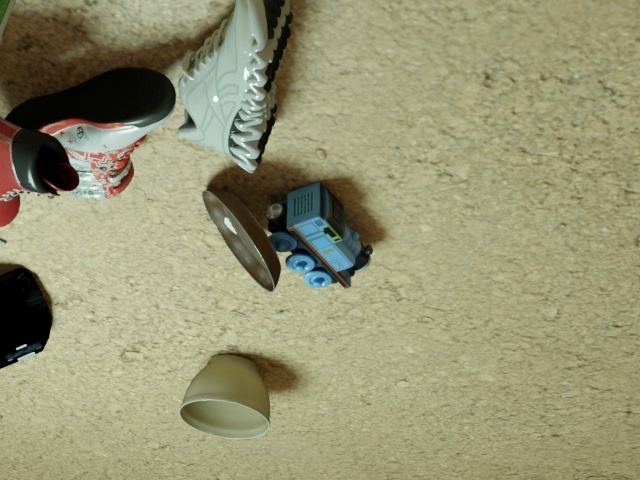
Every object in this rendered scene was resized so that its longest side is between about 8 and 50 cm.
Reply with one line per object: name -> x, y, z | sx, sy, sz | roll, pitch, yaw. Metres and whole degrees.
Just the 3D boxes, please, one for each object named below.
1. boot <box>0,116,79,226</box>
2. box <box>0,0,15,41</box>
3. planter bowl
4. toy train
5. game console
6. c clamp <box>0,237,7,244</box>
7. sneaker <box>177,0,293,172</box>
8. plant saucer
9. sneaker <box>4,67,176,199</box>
boot -> -0.369, -0.067, 1.299 | 0.176, 0.088, 0.244 | 24, 152, 11
box -> -0.397, -0.252, 1.159 | 0.087, 0.101, 0.102 | 32, 138, -31
planter bowl -> -0.162, 0.271, 1.886 | 0.162, 0.109, 0.162 | 6, 147, 4
toy train -> 0.000, 0.000, 1.471 | 0.105, 0.080, 0.184 | -17, 139, 25
game console -> -0.623, 0.175, 1.744 | 0.361, 0.044, 0.213 | -23, 149, -14
c clamp -> -0.517, -0.042, 1.413 | 0.160, 0.022, 0.137 | 20, 165, 30
sneaker -> -0.103, -0.188, 1.195 | 0.118, 0.110, 0.292 | 19, 146, 1
plant saucer -> -0.103, -0.005, 1.452 | 0.168, 0.029, 0.168 | 49, 165, 18
sneaker -> -0.258, -0.128, 1.328 | 0.270, 0.090, 0.145 | -8, 144, 30
